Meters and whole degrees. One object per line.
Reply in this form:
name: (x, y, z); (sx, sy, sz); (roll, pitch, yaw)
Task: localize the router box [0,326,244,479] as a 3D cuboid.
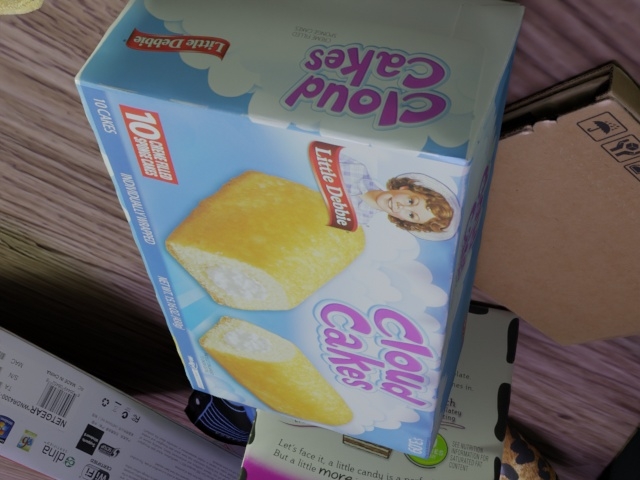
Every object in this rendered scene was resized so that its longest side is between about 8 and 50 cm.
router box: (-0.266, 0.148, 0.797); (0.301, 0.082, 0.335); (6, 154, 46)

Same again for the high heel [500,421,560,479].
high heel: (0.183, 0.294, 0.760); (0.093, 0.186, 0.261); (-13, 114, 8)

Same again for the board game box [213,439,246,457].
board game box: (0.062, 0.344, 0.944); (0.318, 0.066, 0.318); (37, 175, -37)

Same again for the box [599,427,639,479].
box: (0.385, 0.267, 0.693); (0.293, 0.183, 0.296); (7, 152, 10)

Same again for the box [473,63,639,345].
box: (0.140, -0.002, 0.477); (0.201, 0.021, 0.164); (32, 147, -31)

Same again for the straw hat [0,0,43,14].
straw hat: (-0.149, -0.142, 0.311); (0.144, 0.061, 0.144); (18, 169, 4)

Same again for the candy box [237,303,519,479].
candy box: (0.033, 0.147, 0.574); (0.159, 0.234, 0.071); (12, 152, 6)

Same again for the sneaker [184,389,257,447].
sneaker: (-0.076, 0.126, 0.748); (0.090, 0.081, 0.232); (3, 151, 10)

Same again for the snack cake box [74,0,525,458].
snack cake box: (0.000, 0.000, 0.437); (0.152, 0.089, 0.264); (15, 147, 14)
